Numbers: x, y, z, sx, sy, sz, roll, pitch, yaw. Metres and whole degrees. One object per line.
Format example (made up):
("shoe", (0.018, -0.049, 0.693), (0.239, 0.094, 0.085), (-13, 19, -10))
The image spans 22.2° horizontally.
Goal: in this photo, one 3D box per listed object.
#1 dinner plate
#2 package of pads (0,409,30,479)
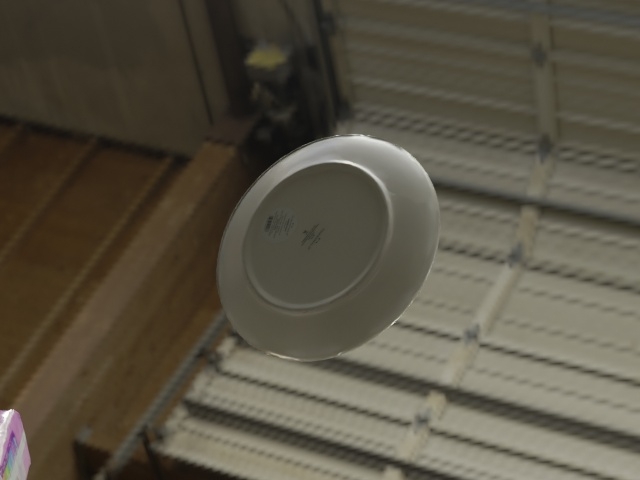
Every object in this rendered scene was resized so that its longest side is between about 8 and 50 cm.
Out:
("dinner plate", (0.000, 0.000, 0.918), (0.141, 0.017, 0.141), (-14, -122, 24))
("package of pads", (-0.134, 0.090, 0.583), (0.050, 0.032, 0.083), (-12, -164, 0))
